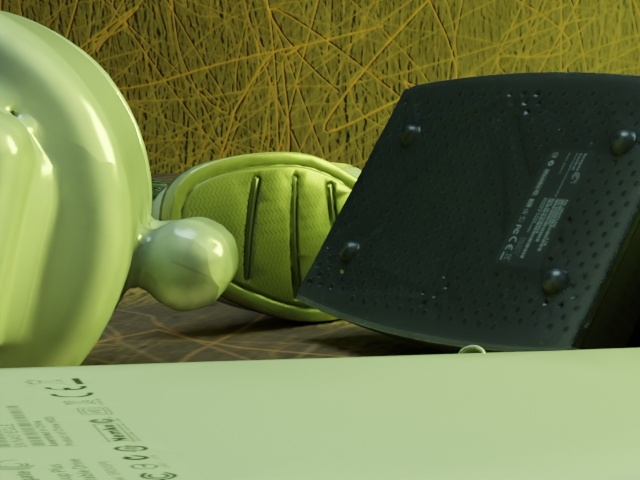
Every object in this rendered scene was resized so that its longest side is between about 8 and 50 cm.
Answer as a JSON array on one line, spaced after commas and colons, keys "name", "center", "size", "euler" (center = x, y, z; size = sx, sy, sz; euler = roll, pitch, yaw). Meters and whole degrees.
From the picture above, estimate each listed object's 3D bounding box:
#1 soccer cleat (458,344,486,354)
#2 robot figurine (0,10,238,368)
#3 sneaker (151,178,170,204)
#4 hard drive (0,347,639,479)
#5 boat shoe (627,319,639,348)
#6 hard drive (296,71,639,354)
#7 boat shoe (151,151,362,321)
[{"name": "soccer cleat", "center": [0.075, 0.064, 0.737], "size": [0.029, 0.035, 0.083], "euler": [3, 7, 38]}, {"name": "robot figurine", "center": [-0.187, -0.017, 0.793], "size": [0.300, 0.199, 0.353], "euler": [16, 5, -4]}, {"name": "sneaker", "center": [-0.183, -0.013, 1.377], "size": [0.228, 0.087, 0.130], "euler": [-2, 3, -36]}, {"name": "hard drive", "center": [-0.001, 0.075, 0.510], "size": [0.353, 0.047, 0.233], "euler": [-1, 5, -18]}, {"name": "boat shoe", "center": [0.189, 0.008, 0.936], "size": [0.113, 0.127, 0.340], "euler": [30, -21, -32]}, {"name": "hard drive", "center": [0.101, -0.011, 0.909], "size": [0.054, 0.172, 0.255], "euler": [35, -14, -30]}, {"name": "boat shoe", "center": [0.000, 0.000, 1.118], "size": [0.302, 0.113, 0.103], "euler": [4, -4, -40]}]
